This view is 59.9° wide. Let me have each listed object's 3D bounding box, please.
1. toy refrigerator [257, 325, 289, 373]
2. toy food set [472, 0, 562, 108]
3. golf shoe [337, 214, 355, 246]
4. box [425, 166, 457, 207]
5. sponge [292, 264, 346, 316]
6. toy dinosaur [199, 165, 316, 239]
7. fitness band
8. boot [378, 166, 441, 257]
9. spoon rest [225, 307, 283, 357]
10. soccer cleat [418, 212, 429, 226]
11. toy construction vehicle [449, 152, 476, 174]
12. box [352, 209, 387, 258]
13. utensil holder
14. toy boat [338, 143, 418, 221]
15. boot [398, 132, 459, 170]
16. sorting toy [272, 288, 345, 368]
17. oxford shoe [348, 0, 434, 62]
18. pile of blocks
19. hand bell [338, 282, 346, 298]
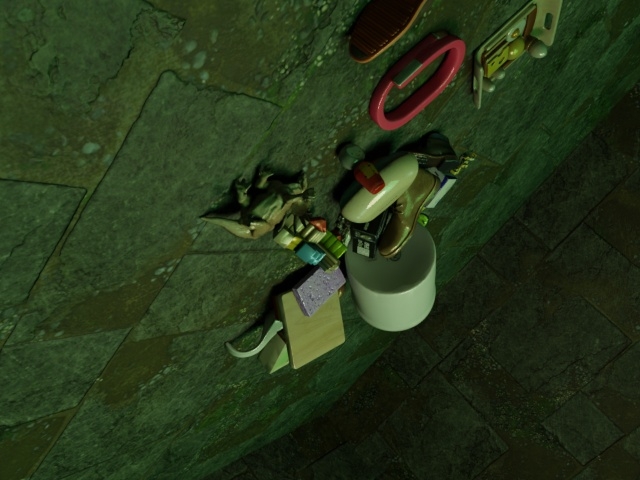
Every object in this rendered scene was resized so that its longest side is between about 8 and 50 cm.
[{"bbox_3d":[-0.142,0.394,2.129,0.102,0.094,0.269,-21,149,-41],"label":"toy refrigerator"},{"bbox_3d":[0.568,-0.543,1.621,0.306,0.092,0.219,-43,158,-1],"label":"toy food set"},{"bbox_3d":[0.084,-0.024,1.794,0.086,0.069,0.176,-31,157,-41],"label":"golf shoe"},{"bbox_3d":[0.351,-0.197,1.824,0.072,0.137,0.126,-7,139,-54],"label":"box"},{"bbox_3d":[-0.002,0.148,1.861,0.210,0.031,0.117,-41,119,-37],"label":"sponge"},{"bbox_3d":[-0.123,-0.066,1.305,0.296,0.127,0.200,-30,162,-16],"label":"toy dinosaur"},{"bbox_3d":[0.243,-0.400,1.401,0.291,0.054,0.209,-41,160,-3],"label":"fitness band"},{"bbox_3d":[0.249,-0.092,1.735,0.115,0.112,0.305,26,96,-38],"label":"boot"},{"bbox_3d":[-0.192,0.316,1.919,0.277,0.084,0.137,-33,156,-21],"label":"spoon rest"},{"bbox_3d":[0.359,-0.068,2.054,0.072,0.060,0.179,-45,176,-24],"label":"soccer cleat"},{"bbox_3d":[0.545,-0.292,2.113,0.098,0.035,0.085,-24,152,-38],"label":"toy construction vehicle"},{"bbox_3d":[0.162,-0.048,1.776,0.180,0.078,0.147,84,26,-64],"label":"box"},{"bbox_3d":[0.259,0.118,2.003,0.328,0.327,0.385,-39,156,-10],"label":"utensil holder"},{"bbox_3d":[0.141,-0.175,1.543,0.267,0.148,0.318,-41,166,8],"label":"toy boat"},{"bbox_3d":[0.325,-0.282,1.735,0.220,0.106,0.082,4,151,-24],"label":"boot"},{"bbox_3d":[-0.048,0.268,1.903,0.257,0.090,0.255,-19,104,-45],"label":"sorting toy"},{"bbox_3d":[0.167,-0.456,1.113,0.271,0.097,0.098,-46,163,8],"label":"oxford shoe"},{"bbox_3d":[0.000,0.000,1.582,0.112,0.149,0.362,-47,157,11],"label":"pile of blocks"},{"bbox_3d":[0.036,0.267,2.226,0.126,0.126,0.241,6,115,-61],"label":"hand bell"}]
